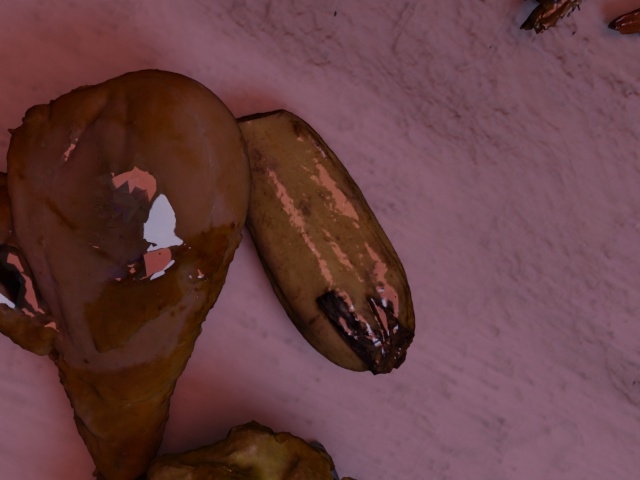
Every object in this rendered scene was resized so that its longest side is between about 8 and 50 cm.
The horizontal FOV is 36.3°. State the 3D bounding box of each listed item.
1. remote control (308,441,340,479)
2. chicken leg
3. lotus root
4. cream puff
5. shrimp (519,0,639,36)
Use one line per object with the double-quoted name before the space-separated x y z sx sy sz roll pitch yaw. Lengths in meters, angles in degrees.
"remote control" -0.044 0.233 0.892 0.124 0.018 0.053 -27 97 -10
"chicken leg" -0.205 0.062 0.797 0.295 0.182 0.410 1 109 -3
"lotus root" 0.000 0.000 0.852 0.110 0.097 0.259 -27 91 -17
"cream puff" -0.062 0.264 0.781 0.244 0.196 0.244 -15 111 -47
"shrimp" 0.290 -0.258 0.919 0.248 0.068 0.150 -30 104 -14
